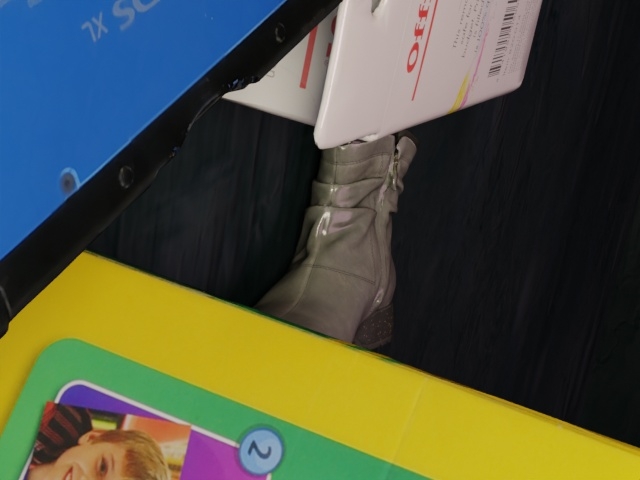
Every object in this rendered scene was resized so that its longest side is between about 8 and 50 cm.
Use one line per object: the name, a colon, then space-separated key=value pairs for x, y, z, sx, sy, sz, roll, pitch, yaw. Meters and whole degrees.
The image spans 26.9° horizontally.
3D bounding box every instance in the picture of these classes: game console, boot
game console: x=-0.116 y=-0.081 z=0.466 sx=0.293 sy=0.173 sz=0.250 roll=-51 pitch=136 yaw=-44
boot: x=0.000 y=0.000 z=0.887 sx=0.246 sy=0.083 sz=0.161 roll=-24 pitch=122 yaw=-70

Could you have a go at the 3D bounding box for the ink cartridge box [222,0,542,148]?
ink cartridge box: x=0.036 y=-0.176 z=0.736 sx=0.353 sy=0.119 sz=0.207 roll=-26 pitch=131 yaw=-65

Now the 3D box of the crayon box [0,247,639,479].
crayon box: x=-0.060 y=0.212 z=0.560 sx=0.363 sy=0.313 sz=0.106 roll=-67 pitch=159 yaw=-9
